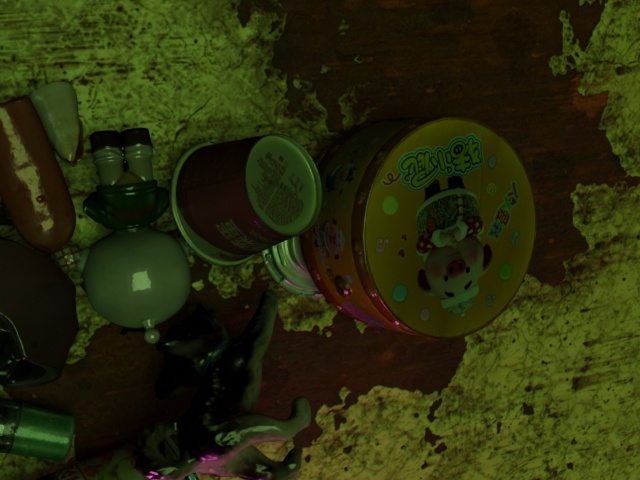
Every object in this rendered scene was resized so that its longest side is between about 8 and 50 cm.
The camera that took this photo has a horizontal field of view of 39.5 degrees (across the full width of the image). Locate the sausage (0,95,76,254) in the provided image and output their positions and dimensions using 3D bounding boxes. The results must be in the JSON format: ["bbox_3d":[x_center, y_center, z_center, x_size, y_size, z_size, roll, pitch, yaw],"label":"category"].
[{"bbox_3d":[-0.472,-0.102,1.440,0.114,0.113,0.259,-22,108,-16],"label":"sausage"}]

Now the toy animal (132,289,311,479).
[{"bbox_3d":[-0.195,0.257,1.563,0.303,0.344,0.194,-6,145,-21],"label":"toy animal"}]

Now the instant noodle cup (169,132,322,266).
[{"bbox_3d":[-0.122,-0.080,1.560,0.235,0.178,0.234,12,73,-43],"label":"instant noodle cup"}]

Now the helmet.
[{"bbox_3d":[-0.545,0.091,1.447,0.338,0.271,0.197,30,59,-12],"label":"helmet"}]

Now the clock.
[{"bbox_3d":[0.000,0.000,1.734,0.236,0.053,0.236,-3,99,-19],"label":"clock"}]

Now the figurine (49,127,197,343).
[{"bbox_3d":[-0.327,-0.008,1.552,0.281,0.167,0.370,-7,92,-23],"label":"figurine"}]

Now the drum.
[{"bbox_3d":[0.190,-0.030,1.678,0.431,0.214,0.431,-3,97,-31],"label":"drum"}]

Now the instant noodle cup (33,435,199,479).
[{"bbox_3d":[-0.372,0.491,1.573,0.312,0.284,0.284,-26,107,-24],"label":"instant noodle cup"}]

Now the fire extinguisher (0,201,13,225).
[{"bbox_3d":[-0.576,-0.169,1.471,0.147,0.106,0.337,-27,110,-41],"label":"fire extinguisher"}]

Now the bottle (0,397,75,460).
[{"bbox_3d":[-0.596,0.310,1.535,0.330,0.093,0.093,17,92,-22],"label":"bottle"}]

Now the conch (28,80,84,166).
[{"bbox_3d":[-0.431,-0.197,1.499,0.094,0.104,0.176,-26,63,-35],"label":"conch"}]
